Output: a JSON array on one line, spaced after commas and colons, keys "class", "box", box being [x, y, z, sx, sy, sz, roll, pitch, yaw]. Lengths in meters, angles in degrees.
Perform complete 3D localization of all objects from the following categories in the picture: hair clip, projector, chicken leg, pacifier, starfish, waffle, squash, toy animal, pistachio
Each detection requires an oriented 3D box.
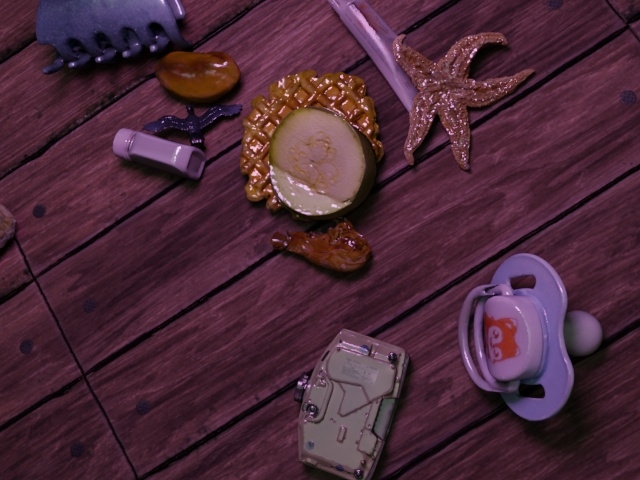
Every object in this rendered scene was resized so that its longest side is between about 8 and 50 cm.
[{"class": "hair clip", "box": [-0.450, -0.496, 1.633, 0.319, 0.392, 0.238, -8, 104, 7]}, {"class": "projector", "box": [0.048, 0.312, 1.495, 0.194, 0.088, 0.269, 17, 84, 10]}, {"class": "chicken leg", "box": [-0.001, 0.003, 1.559, 0.208, 0.085, 0.101, 10, 117, 18]}, {"class": "pacifier", "box": [0.408, 0.174, 1.422, 0.233, 0.244, 0.299, 1, 84, -21]}, {"class": "starfish", "box": [0.267, -0.286, 1.566, 0.299, 0.060, 0.302, 14, 92, -8]}, {"class": "waffle", "box": [-0.019, -0.198, 1.604, 0.302, 0.068, 0.324, -3, 82, 10]}, {"class": "squash", "box": [-0.003, -0.141, 1.501, 0.220, 0.133, 0.220, 0, 91, 11]}, {"class": "toy animal", "box": [-0.271, -0.246, 1.658, 0.220, 0.062, 0.107, -10, 77, -5]}, {"class": "pistachio", "box": [-0.258, -0.349, 1.659, 0.189, 0.100, 0.110, 2, 101, 9]}]

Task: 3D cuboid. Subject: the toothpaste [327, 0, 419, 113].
[{"class": "toothpaste", "box": [0.136, -0.398, 1.611, 0.100, 0.066, 0.323, -39, 85, -1]}]

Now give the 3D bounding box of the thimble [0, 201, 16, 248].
[{"class": "thimble", "box": [-0.760, -0.034, 1.676, 0.190, 0.137, 0.143, 40, 90, 3]}]

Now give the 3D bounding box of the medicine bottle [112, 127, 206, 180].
[{"class": "medicine bottle", "box": [-0.341, -0.183, 1.633, 0.183, 0.119, 0.069, 16, 87, 14]}]
